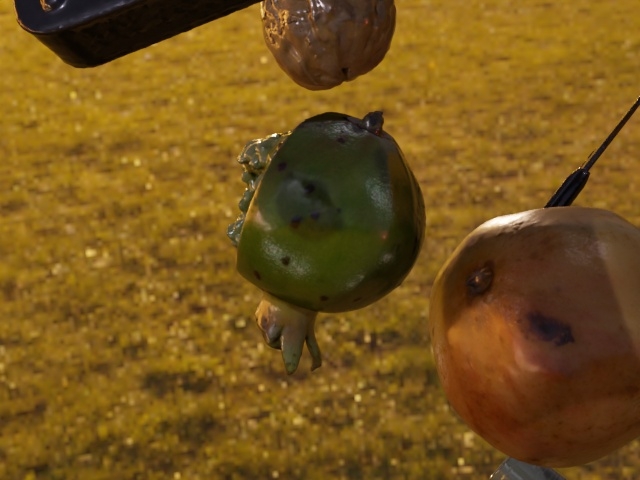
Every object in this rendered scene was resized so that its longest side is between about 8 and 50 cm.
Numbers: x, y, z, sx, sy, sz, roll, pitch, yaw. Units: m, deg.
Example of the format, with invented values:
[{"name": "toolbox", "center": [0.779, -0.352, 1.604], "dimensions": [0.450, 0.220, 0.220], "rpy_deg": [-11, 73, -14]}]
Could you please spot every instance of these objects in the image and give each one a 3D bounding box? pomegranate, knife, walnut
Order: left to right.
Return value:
[{"name": "pomegranate", "center": [0.000, 0.000, 1.654], "dimensions": [0.260, 0.341, 0.260], "rpy_deg": [10, 17, -3]}, {"name": "walnut", "center": [0.010, -0.325, 1.871], "dimensions": [0.198, 0.198, 0.245], "rpy_deg": [-8, 59, -7]}, {"name": "pomegranate", "center": [0.308, 0.117, 1.634], "dimensions": [0.342, 0.343, 0.342], "rpy_deg": [-5, 17, 2]}, {"name": "knife", "center": [0.364, -0.115, 1.764], "dimensions": [0.028, 0.230, 0.060], "rpy_deg": [36, 15, 0]}]

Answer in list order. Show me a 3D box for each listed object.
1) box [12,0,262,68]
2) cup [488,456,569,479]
[{"name": "box", "center": [-0.105, -0.289, 0.811], "dimensions": [0.211, 0.350, 0.058], "rpy_deg": [-20, -24, 13]}, {"name": "cup", "center": [0.348, 0.404, 2.149], "dimensions": [0.141, 0.120, 0.120], "rpy_deg": [43, 30, 6]}]
